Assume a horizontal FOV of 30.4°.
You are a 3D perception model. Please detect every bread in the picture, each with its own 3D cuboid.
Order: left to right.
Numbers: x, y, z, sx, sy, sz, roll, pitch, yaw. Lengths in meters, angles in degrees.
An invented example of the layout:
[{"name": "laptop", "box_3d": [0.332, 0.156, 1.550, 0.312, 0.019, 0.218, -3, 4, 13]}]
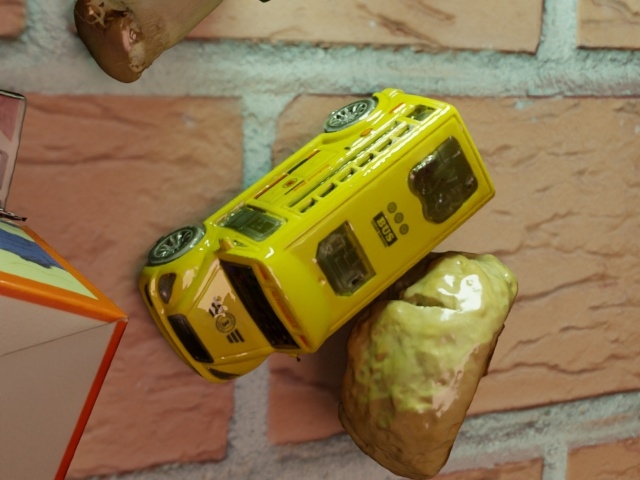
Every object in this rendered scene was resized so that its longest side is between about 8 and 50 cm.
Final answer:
[{"name": "bread", "box_3d": [0.100, 0.115, 1.166, 0.134, 0.244, 0.244, 20, 88, 10]}]

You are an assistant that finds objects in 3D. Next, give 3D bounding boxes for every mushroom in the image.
[{"name": "mushroom", "box_3d": [-0.127, -0.227, 1.049, 0.209, 0.084, 0.071, -45, 161, -22]}]

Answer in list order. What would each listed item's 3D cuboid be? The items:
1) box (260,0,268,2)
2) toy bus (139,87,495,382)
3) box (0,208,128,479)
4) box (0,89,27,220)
[{"name": "box", "box_3d": [-0.162, -0.327, 0.958, 0.346, 0.097, 0.134, 23, 79, -21]}, {"name": "toy bus", "box_3d": [0.000, 0.000, 1.112, 0.330, 0.152, 0.144, -39, 117, -19]}, {"name": "box", "box_3d": [-0.374, 0.130, 0.837, 0.319, 0.257, 0.348, 18, 97, -33]}, {"name": "box", "box_3d": [-0.340, -0.083, 0.966, 0.178, 0.036, 0.115, 11, 94, -31]}]
